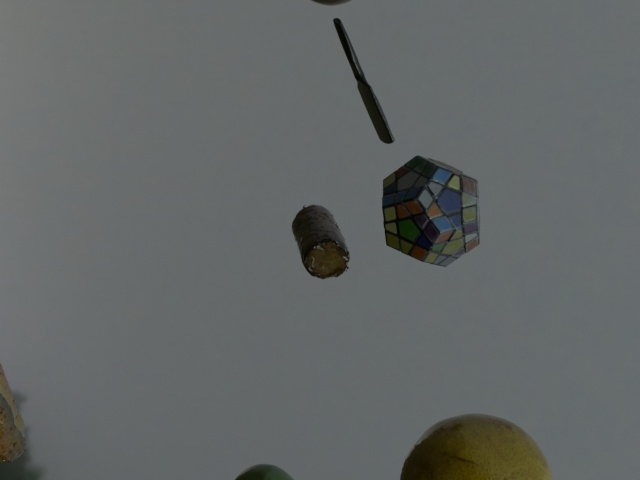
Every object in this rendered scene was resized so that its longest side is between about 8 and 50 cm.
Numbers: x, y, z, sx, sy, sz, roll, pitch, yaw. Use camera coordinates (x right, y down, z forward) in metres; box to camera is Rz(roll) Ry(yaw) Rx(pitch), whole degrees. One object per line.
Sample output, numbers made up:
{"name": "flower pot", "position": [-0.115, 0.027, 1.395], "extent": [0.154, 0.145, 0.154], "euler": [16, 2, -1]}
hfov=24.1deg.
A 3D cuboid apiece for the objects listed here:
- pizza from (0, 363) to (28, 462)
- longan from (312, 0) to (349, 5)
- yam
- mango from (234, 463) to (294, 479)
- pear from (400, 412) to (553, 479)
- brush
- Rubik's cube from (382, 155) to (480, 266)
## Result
{"name": "pizza", "position": [-0.550, 0.096, 2.107], "extent": [0.406, 0.130, 0.440], "euler": [53, -19, 37]}
{"name": "longan", "position": [0.016, -0.506, 2.509], "extent": [0.196, 0.196, 0.220], "euler": [34, -68, 59]}
{"name": "yam", "position": [-0.001, 0.001, 2.371], "extent": [0.141, 0.079, 0.079], "euler": [-109, -174, -61]}
{"name": "mango", "position": [-0.079, 0.339, 1.530], "extent": [0.156, 0.114, 0.251], "euler": [-42, 141, -73]}
{"name": "pear", "position": [0.218, 0.340, 2.040], "extent": [0.209, 0.209, 0.209], "euler": [54, -23, 35]}
{"name": "brush", "position": [0.060, -0.225, 2.122], "extent": [0.193, 0.016, 0.063], "euler": [64, -12, -13]}
{"name": "Rubik's cube", "position": [0.108, -0.028, 1.457], "extent": [0.111, 0.093, 0.111], "euler": [-4, 90, -83]}
